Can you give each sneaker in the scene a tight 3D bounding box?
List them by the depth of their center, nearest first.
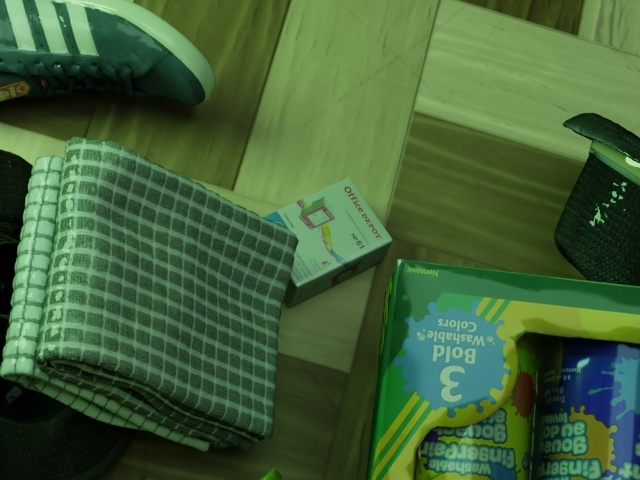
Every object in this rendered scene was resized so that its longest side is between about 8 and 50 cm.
[{"bbox_3d":[-0.288,-0.188,1.696,0.350,0.131,0.148,21,68,6],"label":"sneaker"}]

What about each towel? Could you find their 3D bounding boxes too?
[{"bbox_3d":[-0.148,0.057,1.519,0.284,0.121,0.235,26,53,-38],"label":"towel"}]

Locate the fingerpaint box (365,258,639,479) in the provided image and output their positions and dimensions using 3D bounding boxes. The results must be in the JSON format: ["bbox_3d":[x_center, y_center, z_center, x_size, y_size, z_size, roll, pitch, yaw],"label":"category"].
[{"bbox_3d":[0.263,0.232,1.476,0.445,0.163,0.371,7,77,1],"label":"fingerpaint box"}]

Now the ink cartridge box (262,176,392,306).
[{"bbox_3d":[0.000,0.000,1.688,0.122,0.052,0.088,-26,70,-24],"label":"ink cartridge box"}]

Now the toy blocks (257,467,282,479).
[{"bbox_3d":[-0.106,0.405,1.350,0.381,0.191,0.261,-38,87,7],"label":"toy blocks"}]

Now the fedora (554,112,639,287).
[{"bbox_3d":[0.361,0.012,1.676,0.334,0.334,0.152,36,96,8],"label":"fedora"}]

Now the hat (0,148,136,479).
[{"bbox_3d":[-0.316,0.086,1.515,0.331,0.134,0.331,31,50,-45],"label":"hat"}]
